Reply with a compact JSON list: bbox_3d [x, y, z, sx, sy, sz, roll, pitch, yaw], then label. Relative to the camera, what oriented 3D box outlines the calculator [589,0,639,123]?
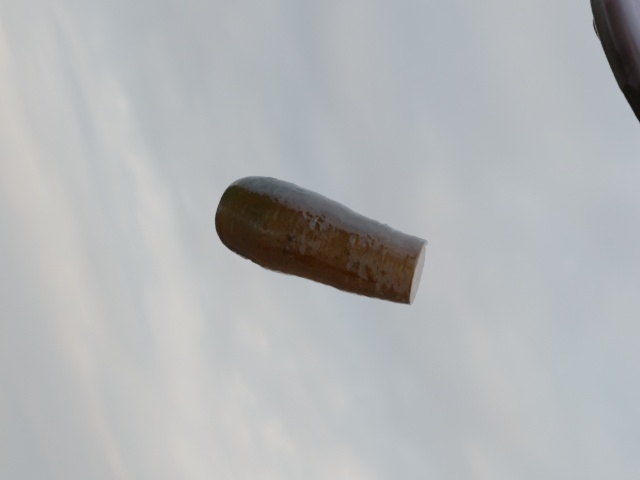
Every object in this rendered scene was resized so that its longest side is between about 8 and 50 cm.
[{"bbox_3d":[0.146,-0.042,0.695,0.024,0.103,0.166,-25,-68,35],"label":"calculator"}]

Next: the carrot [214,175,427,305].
[{"bbox_3d":[0.000,0.000,1.753,0.193,0.087,0.087,19,-39,19],"label":"carrot"}]
